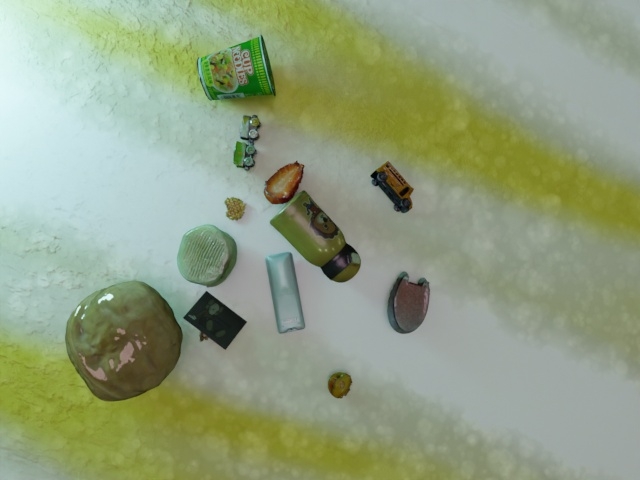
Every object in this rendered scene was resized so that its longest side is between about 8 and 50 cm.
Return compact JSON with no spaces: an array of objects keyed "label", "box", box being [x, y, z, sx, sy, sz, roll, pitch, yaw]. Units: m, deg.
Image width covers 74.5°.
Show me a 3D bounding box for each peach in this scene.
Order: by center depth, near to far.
[{"label":"peach","box":[0.068,0.531,1.559,0.098,0.061,0.098,-11,111,-30]}]

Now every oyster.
[{"label":"oyster","box":[-0.400,0.327,1.530,0.083,0.038,0.080,4,100,-31]}]

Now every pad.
[{"label":"pad","box":[-0.377,0.286,1.514,0.190,0.004,0.127,39,62,-5]}]

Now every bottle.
[{"label":"bottle","box":[0.000,0.000,1.499,0.171,0.171,0.351,-45,97,-4]}]

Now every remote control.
[{"label":"remote control","box":[-0.129,0.192,1.542,0.103,0.051,0.293,-10,92,-6]}]

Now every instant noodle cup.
[{"label":"instant noodle cup","box":[-0.289,-0.578,1.461,0.233,0.207,0.207,-12,92,3]}]

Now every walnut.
[{"label":"walnut","box":[-0.628,0.320,1.359,0.381,0.381,0.381,0,90,-6]}]

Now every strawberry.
[{"label":"strawberry","box":[-0.120,-0.198,1.518,0.121,0.082,0.188,29,63,23]}]

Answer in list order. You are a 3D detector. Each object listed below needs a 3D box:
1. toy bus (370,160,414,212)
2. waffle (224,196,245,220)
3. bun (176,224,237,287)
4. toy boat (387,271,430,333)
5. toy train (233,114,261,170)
[{"label":"toy bus","box":[0.278,-0.196,1.565,0.088,0.083,0.194,-42,92,-14]},{"label":"waffle","box":[-0.315,-0.115,1.537,0.078,0.016,0.085,8,90,-6]},{"label":"bun","box":[-0.394,0.052,1.486,0.221,0.108,0.221,0,89,2]},{"label":"toy boat","box":[0.324,0.238,1.585,0.155,0.085,0.227,18,77,-14]},{"label":"toy train","box":[-0.266,-0.356,1.520,0.081,0.060,0.202,8,88,0]}]
